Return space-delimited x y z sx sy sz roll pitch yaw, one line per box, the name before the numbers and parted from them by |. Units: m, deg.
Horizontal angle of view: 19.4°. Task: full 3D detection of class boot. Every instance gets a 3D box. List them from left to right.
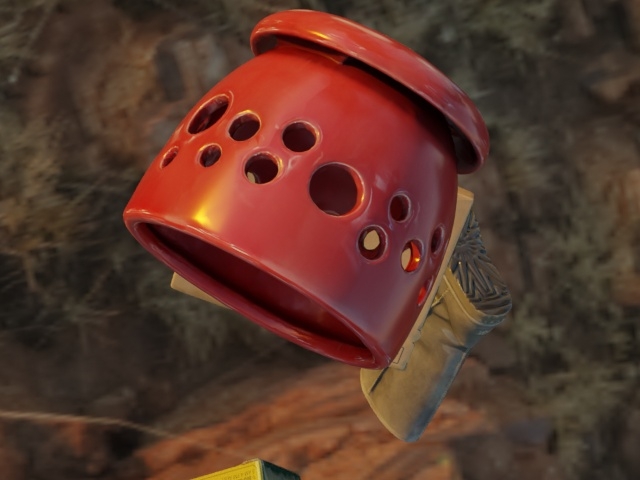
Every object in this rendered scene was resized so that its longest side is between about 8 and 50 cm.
boot | 0.098 0.070 1.858 0.076 0.208 0.189 -3 55 -25

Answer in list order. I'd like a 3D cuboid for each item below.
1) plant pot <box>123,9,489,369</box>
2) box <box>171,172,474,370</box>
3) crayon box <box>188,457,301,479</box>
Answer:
plant pot | -0.002 -0.038 1.165 0.191 0.191 0.174 35 78 -30
box | 0.000 0.000 1.465 0.201 0.164 0.021 20 25 -1
crayon box | -0.102 0.376 1.672 0.081 0.202 0.318 32 45 -55
